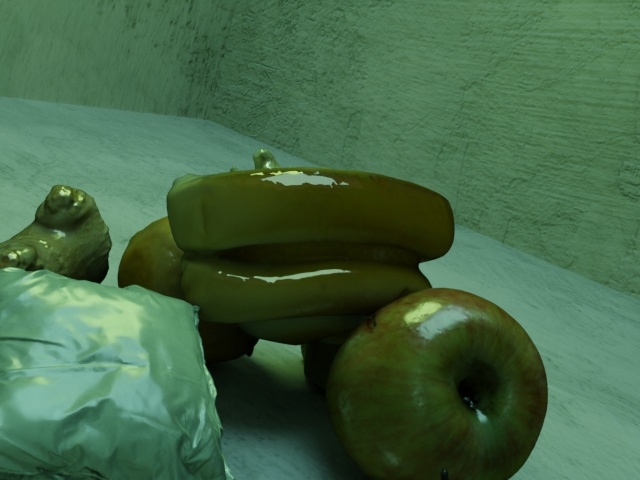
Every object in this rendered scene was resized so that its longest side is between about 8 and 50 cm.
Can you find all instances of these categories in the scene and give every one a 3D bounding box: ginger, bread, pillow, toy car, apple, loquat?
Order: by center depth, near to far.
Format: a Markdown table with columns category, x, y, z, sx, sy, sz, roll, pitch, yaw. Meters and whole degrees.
| category | x | y | z | sx | sy | sz | roll | pitch | yaw |
| --- | --- | --- | --- | --- | --- | --- | --- | --- | --- |
| pillow | -0.247 | 0.152 | 1.189 | 0.283 | 0.138 | 0.310 | 10 | 38 | -22 |
| apple | 0.134 | 0.188 | 1.342 | 0.264 | 0.264 | 0.264 | 14 | 13 | -3 |
| bread | -0.017 | 0.014 | 1.492 | 0.329 | 0.245 | 0.424 | 16 | 6 | 43 |
| ginger | -0.388 | 0.031 | 1.529 | 0.130 | 0.221 | 0.275 | 27 | 6 | 9 |
| loquat | -0.176 | 0.068 | 1.596 | 0.238 | 0.193 | 0.238 | 21 | 26 | -10 |
| toy car | 0.046 | 0.177 | 1.619 | 0.124 | 0.101 | 0.256 | 0 | 21 | -44 |

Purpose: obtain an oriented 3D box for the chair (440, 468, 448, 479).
| category | x | y | z | sx | sy | sz | roll | pitch | yaw |
| --- | --- | --- | --- | --- | --- | --- | --- | --- | --- |
| chair | 0.052 | 0.311 | 1.013 | 0.174 | 0.149 | 0.213 | -17 | -10 | -31 |
